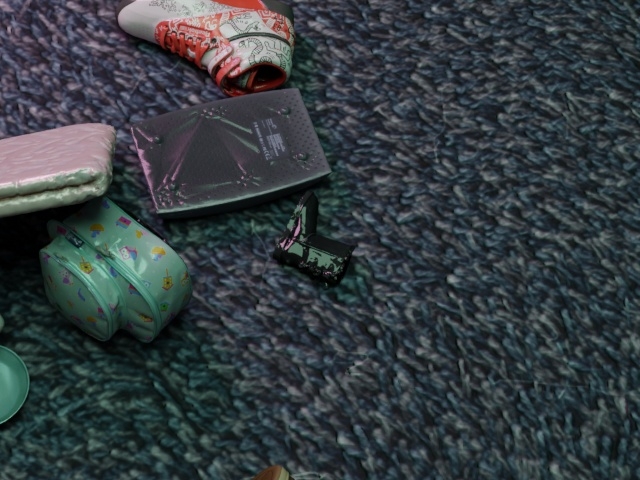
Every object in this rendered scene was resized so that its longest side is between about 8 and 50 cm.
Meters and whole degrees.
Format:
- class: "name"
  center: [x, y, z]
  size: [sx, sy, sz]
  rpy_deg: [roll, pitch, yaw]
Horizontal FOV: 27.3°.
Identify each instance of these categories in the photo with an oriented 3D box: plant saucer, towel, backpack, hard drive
- class: "plant saucer"
  center: [-0.430, 0.189, 1.679]
  size: [0.119, 0.021, 0.119]
  rpy_deg: [2, 59, -3]
- class: "towel"
  center: [-0.420, -0.078, 1.692]
  size: [0.317, 0.053, 0.332]
  rpy_deg: [-12, 17, -4]
- class: "backpack"
  center: [-0.263, 0.045, 1.694]
  size: [0.188, 0.166, 0.144]
  rpy_deg: [29, 57, 12]
- class: "hard drive"
  center: [-0.129, -0.119, 1.871]
  size: [0.255, 0.054, 0.172]
  rpy_deg: [-14, 61, -13]

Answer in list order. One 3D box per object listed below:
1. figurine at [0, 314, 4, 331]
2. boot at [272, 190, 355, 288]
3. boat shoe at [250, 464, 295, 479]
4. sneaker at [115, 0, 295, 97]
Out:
- class: "figurine"
  center: [-0.547, 0.105, 1.679]
  size: [0.215, 0.092, 0.209]
  rpy_deg: [38, 71, 25]
- class: "boot"
  center: [0.000, -0.001, 1.819]
  size: [0.099, 0.045, 0.121]
  rpy_deg: [22, 67, 11]
- class: "boat shoe"
  center: [-0.076, 0.431, 1.530]
  size: [0.123, 0.123, 0.342]
  rpy_deg: [32, 51, -21]
- class: "sneaker"
  center: [-0.171, -0.290, 1.948]
  size: [0.270, 0.090, 0.145]
  rpy_deg: [3, 57, -7]
